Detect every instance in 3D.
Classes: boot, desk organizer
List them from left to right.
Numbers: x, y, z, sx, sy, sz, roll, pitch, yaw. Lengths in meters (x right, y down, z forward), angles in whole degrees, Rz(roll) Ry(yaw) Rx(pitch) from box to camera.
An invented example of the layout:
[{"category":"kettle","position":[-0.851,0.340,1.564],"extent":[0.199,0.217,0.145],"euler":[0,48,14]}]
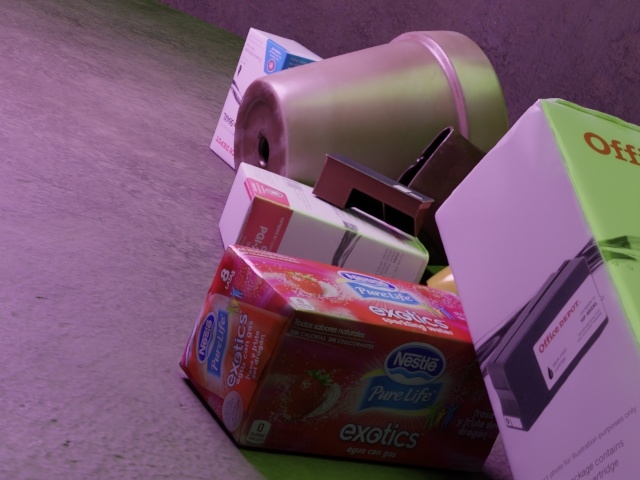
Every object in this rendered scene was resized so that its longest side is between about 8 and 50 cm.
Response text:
[{"category":"desk organizer","position":[0.060,-0.051,1.465],"extent":[0.130,0.050,0.047],"euler":[27,13,17]},{"category":"boot","position":[0.227,-0.070,1.524],"extent":[0.207,0.248,0.090],"euler":[42,2,-26]}]

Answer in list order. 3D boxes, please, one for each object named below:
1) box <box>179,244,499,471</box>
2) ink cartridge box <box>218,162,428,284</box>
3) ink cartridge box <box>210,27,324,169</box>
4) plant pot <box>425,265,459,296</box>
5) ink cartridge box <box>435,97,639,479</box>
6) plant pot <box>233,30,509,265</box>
[{"category":"box","position":[0.032,0.101,1.050],"extent":[0.257,0.122,0.128],"euler":[13,16,-34]},{"category":"ink cartridge box","position":[0.000,0.000,1.475],"extent":[0.218,0.092,0.158],"euler":[18,14,-14]},{"category":"ink cartridge box","position":[-0.077,-0.200,1.908],"extent":[0.086,0.203,0.148],"euler":[12,16,-31]},{"category":"plant pot","position":[0.169,0.076,1.419],"extent":[0.095,0.134,0.134],"euler":[-6,14,1]},{"category":"ink cartridge box","position":[0.285,0.106,0.999],"extent":[0.286,0.166,0.394],"euler":[15,44,-30]},{"category":"plant pot","position":[0.048,-0.118,1.662],"extent":[0.280,0.323,0.323],"euler":[-3,23,-25]}]
